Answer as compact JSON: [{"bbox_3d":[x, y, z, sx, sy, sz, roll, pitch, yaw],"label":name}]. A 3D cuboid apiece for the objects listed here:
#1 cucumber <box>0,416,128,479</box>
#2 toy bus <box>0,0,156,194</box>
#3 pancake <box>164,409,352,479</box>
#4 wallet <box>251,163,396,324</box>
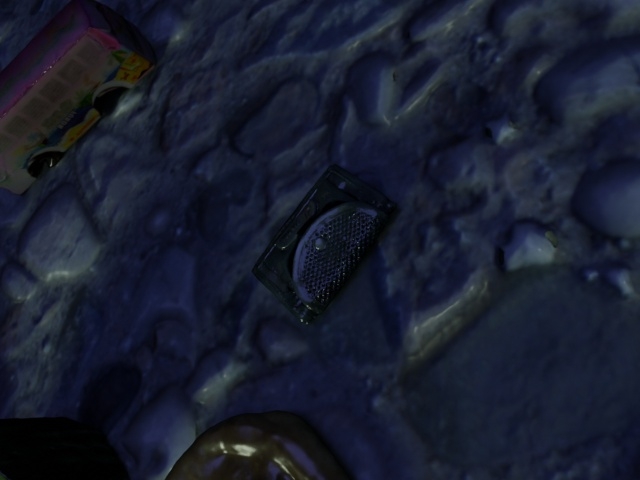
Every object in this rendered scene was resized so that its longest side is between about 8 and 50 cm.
[{"bbox_3d":[-0.292,0.255,0.552,0.191,0.130,0.191,-10,71,31],"label":"cucumber"},{"bbox_3d":[-0.342,-0.178,0.755,0.274,0.112,0.090,-38,65,14],"label":"toy bus"},{"bbox_3d":[-0.049,0.251,0.453,0.222,0.042,0.236,-17,64,28],"label":"pancake"},{"bbox_3d":[0.000,0.000,0.526,0.088,0.026,0.129,40,95,36],"label":"wallet"}]
